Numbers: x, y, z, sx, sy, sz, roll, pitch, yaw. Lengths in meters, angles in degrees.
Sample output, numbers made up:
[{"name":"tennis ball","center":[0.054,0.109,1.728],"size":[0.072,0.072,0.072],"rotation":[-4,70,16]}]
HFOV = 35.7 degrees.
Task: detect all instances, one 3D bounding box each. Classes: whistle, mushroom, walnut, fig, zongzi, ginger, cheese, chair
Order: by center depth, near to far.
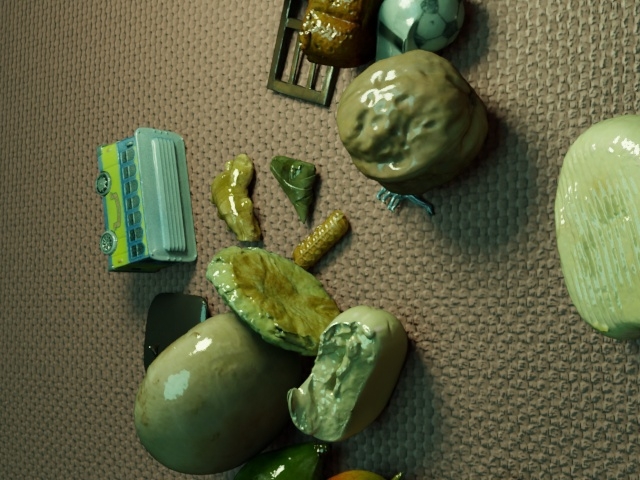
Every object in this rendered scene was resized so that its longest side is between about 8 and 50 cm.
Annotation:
[{"name":"walnut","center":[0.163,-0.205,1.792],"size":[0.273,0.273,0.227],"rotation":[-26,68,35]},{"name":"cheese","center":[0.058,0.247,1.865],"size":[0.127,0.233,0.266],"rotation":[28,107,26]},{"name":"whistle","center":[0.191,-0.399,1.875],"size":[0.163,0.163,0.290],"rotation":[45,152,32]},{"name":"fig","center":[-0.063,0.484,1.970],"size":[0.195,0.195,0.245],"rotation":[37,97,35]},{"name":"mushroom","center":[-0.216,0.287,1.994],"size":[0.294,0.362,0.362],"rotation":[40,111,35]},{"name":"chair","center":[-0.064,-0.511,2.012],"size":[0.203,0.240,0.416],"rotation":[20,99,36]},{"name":"zongzi","center":[-0.076,-0.113,2.114],"size":[0.154,0.062,0.131],"rotation":[19,111,45]},{"name":"ginger","center":[-0.195,-0.086,2.188],"size":[0.115,0.081,0.206],"rotation":[-9,70,7]}]

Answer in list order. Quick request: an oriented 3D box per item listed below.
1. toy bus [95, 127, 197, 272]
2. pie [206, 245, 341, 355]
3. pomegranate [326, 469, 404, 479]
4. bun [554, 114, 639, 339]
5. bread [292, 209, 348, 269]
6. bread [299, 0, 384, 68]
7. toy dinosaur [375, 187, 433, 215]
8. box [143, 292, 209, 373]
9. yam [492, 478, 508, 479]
[{"name":"toy bus","center":[-0.410,-0.088,2.319],"size":[0.190,0.152,0.313],"rotation":[-16,77,38]},{"name":"pie","center":[-0.080,0.119,1.938],"size":[0.306,0.306,0.071],"rotation":[52,122,30]},{"name":"pomegranate","center":[0.085,0.528,1.832],"size":[0.256,0.221,0.221],"rotation":[-38,63,19]},{"name":"bun","center":[0.511,-0.014,1.520],"size":[0.361,0.213,0.361],"rotation":[171,90,-66]},{"name":"bread","center":[0.000,0.000,2.044],"size":[0.157,0.044,0.052],"rotation":[-45,58,27]},{"name":"bread","center":[0.055,-0.441,1.904],"size":[0.135,0.246,0.232],"rotation":[24,120,22]},{"name":"toy dinosaur","center":[0.145,-0.104,1.935],"size":[0.197,0.045,0.080],"rotation":[45,101,25]},{"name":"box","center":[-0.332,0.228,2.300],"size":[0.201,0.042,0.213],"rotation":[3,89,39]},{"name":"yam","center":[0.273,0.520,1.723],"size":[0.238,0.129,0.128],"rotation":[-52,60,25]}]
